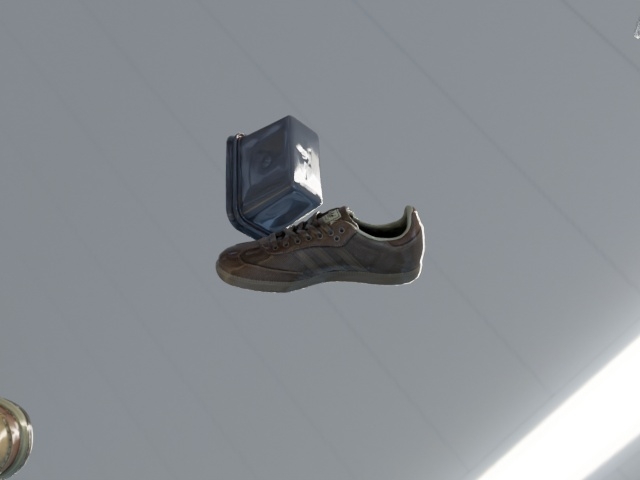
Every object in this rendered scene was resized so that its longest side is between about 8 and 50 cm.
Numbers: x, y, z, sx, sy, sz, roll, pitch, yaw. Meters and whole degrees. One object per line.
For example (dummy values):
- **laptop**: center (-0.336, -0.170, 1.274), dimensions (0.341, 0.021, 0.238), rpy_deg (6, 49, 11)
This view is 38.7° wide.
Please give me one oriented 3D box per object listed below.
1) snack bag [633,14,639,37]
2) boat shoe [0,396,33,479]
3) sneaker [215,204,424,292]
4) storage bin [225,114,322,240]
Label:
- **snack bag**: center (0.457, -0.417, 0.997), dimensions (0.037, 0.342, 0.323), rpy_deg (30, -93, 12)
- **boat shoe**: center (-0.492, 0.207, 1.018), dimensions (0.323, 0.120, 0.123), rpy_deg (2, -96, 7)
- **sneaker**: center (0.000, 0.000, 0.816), dimensions (0.066, 0.188, 0.071), rpy_deg (-114, -156, -62)
- **storage bin**: center (-0.045, -0.073, 1.064), dimensions (0.091, 0.098, 0.135), rpy_deg (-26, -129, 32)
